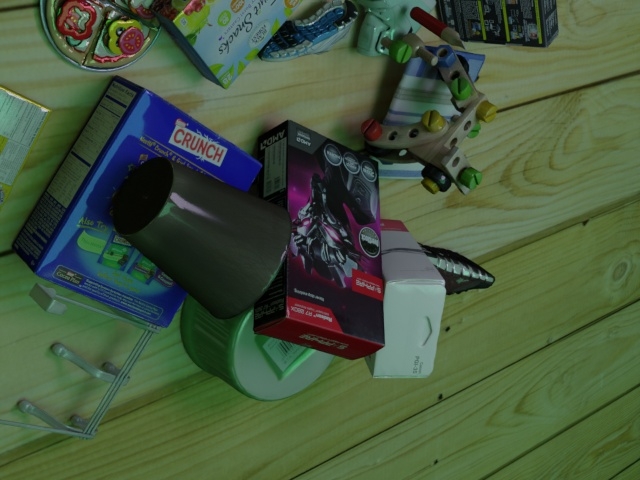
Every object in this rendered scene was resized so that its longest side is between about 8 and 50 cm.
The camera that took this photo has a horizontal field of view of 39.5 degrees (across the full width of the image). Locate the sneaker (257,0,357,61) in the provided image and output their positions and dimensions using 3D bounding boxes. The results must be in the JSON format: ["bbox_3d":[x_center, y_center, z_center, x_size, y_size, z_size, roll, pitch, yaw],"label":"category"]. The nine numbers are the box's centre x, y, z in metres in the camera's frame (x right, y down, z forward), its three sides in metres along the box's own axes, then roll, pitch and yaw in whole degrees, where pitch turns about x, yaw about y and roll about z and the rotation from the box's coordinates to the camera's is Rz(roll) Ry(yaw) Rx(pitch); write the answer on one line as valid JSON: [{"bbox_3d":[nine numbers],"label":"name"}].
[{"bbox_3d":[-0.021,-0.340,1.532,0.190,0.071,0.083,-25,157,-16],"label":"sneaker"}]

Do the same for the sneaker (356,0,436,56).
[{"bbox_3d":[0.090,-0.408,1.572,0.255,0.094,0.151,20,101,-43],"label":"sneaker"}]

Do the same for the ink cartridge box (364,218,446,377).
[{"bbox_3d":[0.133,0.106,1.724,0.117,0.283,0.207,1,113,-12],"label":"ink cartridge box"}]

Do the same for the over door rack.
[{"bbox_3d":[-0.413,0.191,1.412,0.240,0.108,0.324,-59,156,0],"label":"over door rack"}]

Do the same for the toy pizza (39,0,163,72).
[{"bbox_3d":[-0.309,-0.343,1.301,0.201,0.032,0.201,-19,123,-33],"label":"toy pizza"}]

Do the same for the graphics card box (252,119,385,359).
[{"bbox_3d":[0.000,0.000,1.547,0.232,0.094,0.371,21,57,-38],"label":"graphics card box"}]

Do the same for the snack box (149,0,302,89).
[{"bbox_3d":[-0.140,-0.371,1.391,0.207,0.070,0.174,-49,145,-8],"label":"snack box"}]

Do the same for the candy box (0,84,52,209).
[{"bbox_3d":[-0.477,-0.119,1.274,0.105,0.027,0.206,26,94,-48],"label":"candy box"}]

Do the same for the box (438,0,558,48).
[{"bbox_3d":[0.315,-0.490,1.632,0.060,0.216,0.270,-49,136,-34],"label":"box"}]

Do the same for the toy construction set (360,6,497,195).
[{"bbox_3d":[0.228,-0.227,1.579,0.257,0.237,0.309,-29,138,-19],"label":"toy construction set"}]

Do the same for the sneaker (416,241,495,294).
[{"bbox_3d":[0.251,0.103,1.979,0.281,0.106,0.163,17,105,-34],"label":"sneaker"}]

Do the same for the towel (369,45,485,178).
[{"bbox_3d":[0.202,-0.246,1.757,0.209,0.034,0.285,-4,125,-40],"label":"towel"}]

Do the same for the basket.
[{"bbox_3d":[-0.181,-0.017,1.329,0.227,0.154,0.204,36,85,-42],"label":"basket"}]

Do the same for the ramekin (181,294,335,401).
[{"bbox_3d":[-0.092,0.149,1.658,0.303,0.148,0.304,-19,123,-33],"label":"ramekin"}]

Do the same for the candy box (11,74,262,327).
[{"bbox_3d":[-0.282,-0.057,1.409,0.268,0.122,0.317,32,90,-44],"label":"candy box"}]
